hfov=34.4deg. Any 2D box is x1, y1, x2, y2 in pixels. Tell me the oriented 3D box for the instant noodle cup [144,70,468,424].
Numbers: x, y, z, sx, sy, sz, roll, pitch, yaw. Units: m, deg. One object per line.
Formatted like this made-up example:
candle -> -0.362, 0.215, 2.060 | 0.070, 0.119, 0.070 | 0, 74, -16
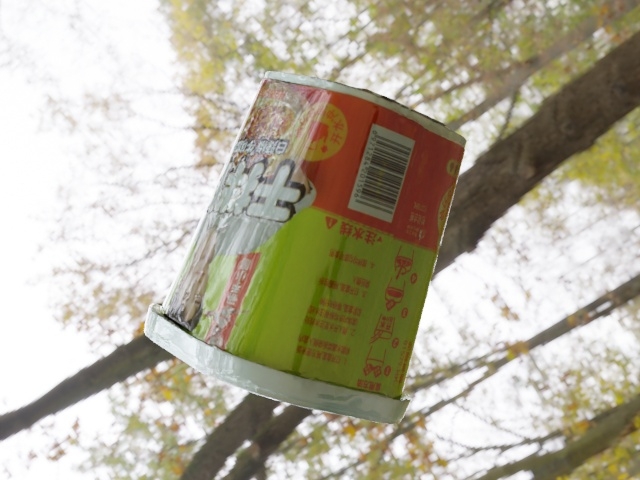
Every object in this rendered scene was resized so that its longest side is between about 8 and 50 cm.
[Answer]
instant noodle cup -> 0.000, 0.000, 1.092 | 0.294, 0.307, 0.294 | 20, -179, 0
